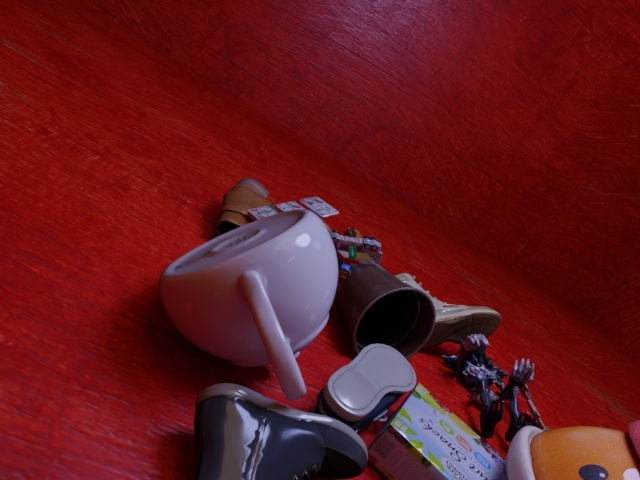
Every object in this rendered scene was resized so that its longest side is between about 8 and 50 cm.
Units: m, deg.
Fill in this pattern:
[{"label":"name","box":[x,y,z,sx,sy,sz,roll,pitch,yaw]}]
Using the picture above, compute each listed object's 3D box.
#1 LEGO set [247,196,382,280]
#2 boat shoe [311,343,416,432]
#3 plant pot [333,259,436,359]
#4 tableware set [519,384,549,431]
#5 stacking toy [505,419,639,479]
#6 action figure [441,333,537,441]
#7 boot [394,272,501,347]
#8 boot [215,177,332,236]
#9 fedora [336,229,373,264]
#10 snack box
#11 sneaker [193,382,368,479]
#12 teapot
[{"label":"LEGO set","box":[0.000,0.000,0.917,0.182,0.060,0.244,-16,40,-40]},{"label":"boat shoe","box":[0.067,0.224,0.707,0.095,0.079,0.254,42,21,18]},{"label":"plant pot","box":[0.107,0.126,0.926,0.167,0.167,0.165,25,13,-29]},{"label":"tableware set","box":[0.465,0.373,1.026,0.168,0.020,0.141,58,11,-17]},{"label":"stacking toy","box":[0.496,0.295,0.529,0.350,0.480,0.350,43,23,-23]},{"label":"action figure","box":[0.354,0.277,0.991,0.164,0.141,0.275,20,21,-6]},{"label":"boot","box":[0.271,0.157,1.140,0.262,0.095,0.203,-4,29,-18]},{"label":"boot","box":[-0.087,-0.010,1.017,0.283,0.109,0.220,41,23,-17]},{"label":"fedora","box":[0.091,0.029,1.204,0.194,0.079,0.194,44,5,-5]},{"label":"snack box","box":[0.182,0.320,0.675,0.207,0.070,0.174,39,18,18]},{"label":"sneaker","box":[-0.038,0.243,0.498,0.222,0.083,0.118,30,33,-26]},{"label":"teapot","box":[-0.075,0.083,0.642,0.256,0.252,0.187,-37,110,-50]}]
